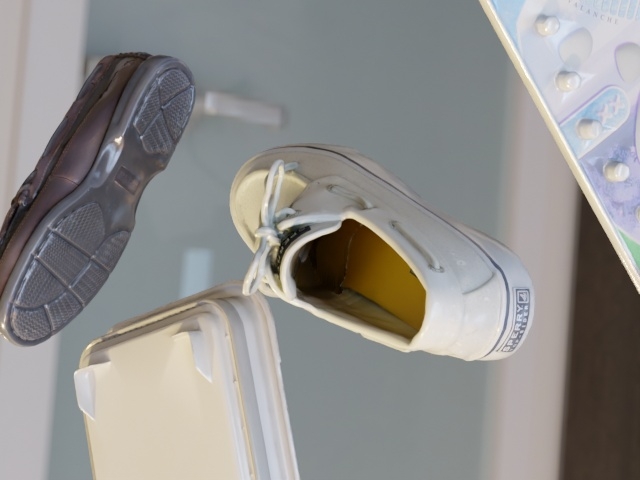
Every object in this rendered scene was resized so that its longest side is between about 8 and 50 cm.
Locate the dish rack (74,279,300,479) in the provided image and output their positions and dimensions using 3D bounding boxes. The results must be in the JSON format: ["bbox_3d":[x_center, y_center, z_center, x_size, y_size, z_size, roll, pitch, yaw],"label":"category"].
[{"bbox_3d":[-0.140,0.224,1.600,0.072,0.333,0.285,-1,166,-45],"label":"dish rack"}]

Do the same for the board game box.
[{"bbox_3d":[0.323,-0.178,1.192,0.390,0.390,0.050,-38,-161,-19],"label":"board game box"}]

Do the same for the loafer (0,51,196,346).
[{"bbox_3d":[-0.222,-0.043,1.486,0.095,0.302,0.109,18,159,33],"label":"loafer"}]

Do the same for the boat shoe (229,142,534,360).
[{"bbox_3d":[-0.001,0.009,1.352,0.156,0.136,0.367,1,-159,-38],"label":"boat shoe"}]
